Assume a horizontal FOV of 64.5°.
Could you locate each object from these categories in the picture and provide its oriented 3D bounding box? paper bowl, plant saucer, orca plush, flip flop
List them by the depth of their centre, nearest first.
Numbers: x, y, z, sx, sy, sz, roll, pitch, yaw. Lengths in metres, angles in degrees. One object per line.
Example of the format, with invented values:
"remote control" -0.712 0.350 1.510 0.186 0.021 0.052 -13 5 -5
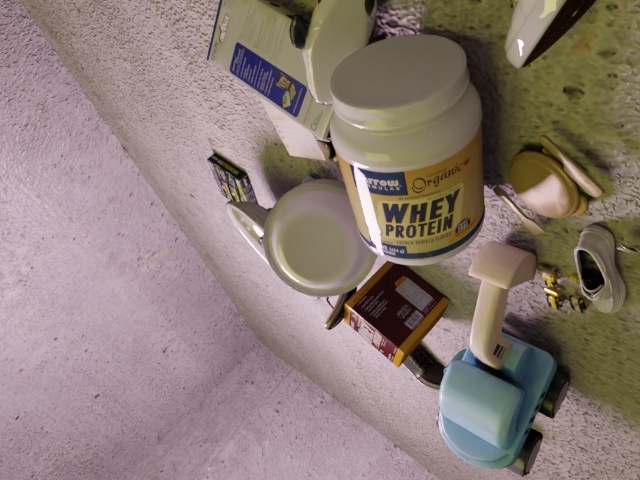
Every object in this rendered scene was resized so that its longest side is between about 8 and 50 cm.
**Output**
"orca plush" 0.021 -0.370 0.803 0.102 0.151 0.287 -99 1 -52
"paper bowl" 0.000 0.000 1.225 0.284 0.284 0.148 47 -161 -2
"flip flop" 0.055 0.105 1.371 0.080 0.277 0.112 13 178 17
"plant saucer" -0.119 0.010 1.543 0.400 0.100 0.400 43 165 14

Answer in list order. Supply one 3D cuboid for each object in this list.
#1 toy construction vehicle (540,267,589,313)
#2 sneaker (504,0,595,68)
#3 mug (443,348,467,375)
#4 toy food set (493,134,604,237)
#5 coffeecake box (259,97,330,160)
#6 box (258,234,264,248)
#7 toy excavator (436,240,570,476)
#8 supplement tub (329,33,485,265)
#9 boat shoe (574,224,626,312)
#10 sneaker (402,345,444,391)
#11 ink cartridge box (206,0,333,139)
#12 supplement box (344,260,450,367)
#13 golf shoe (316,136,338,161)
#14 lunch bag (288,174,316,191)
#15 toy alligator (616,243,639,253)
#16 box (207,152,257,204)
"toy construction vehicle" 0.448 0.090 0.925 0.098 0.035 0.086 60 166 -24
"sneaker" 0.244 -0.316 0.502 0.123 0.106 0.290 46 150 19
"mug" 0.422 0.359 1.353 0.157 0.097 0.129 29 152 37
"toy food set" 0.353 -0.086 0.788 0.132 0.038 0.192 50 165 11
"coffeecake box" -0.048 -0.280 1.139 0.142 0.068 0.185 19 146 50
"box" -0.137 0.017 1.371 0.067 0.018 0.083 46 166 -1
"toy excavator" 0.364 0.259 1.052 0.222 0.433 0.445 23 176 37
"supplement tub" 0.143 -0.136 0.816 0.228 0.228 0.316 29 153 38
"boat shoe" 0.448 0.062 0.821 0.066 0.063 0.184 24 149 45
"sneaker" 0.318 0.388 1.619 0.222 0.083 0.118 31 153 38
"ink cartridge box" -0.074 -0.350 0.978 0.332 0.065 0.165 38 126 19
"supplement box" 0.196 0.187 1.341 0.194 0.191 0.129 39 159 20
"golf shoe" 0.019 -0.246 1.053 0.069 0.086 0.176 14 141 57
"lunch bag" -0.006 -0.069 1.413 0.176 0.090 0.219 40 159 10
"toy alligator" 0.500 0.018 0.672 0.189 0.056 0.051 27 109 44
"box" -0.310 -0.198 1.814 0.184 0.045 0.191 31 153 29
